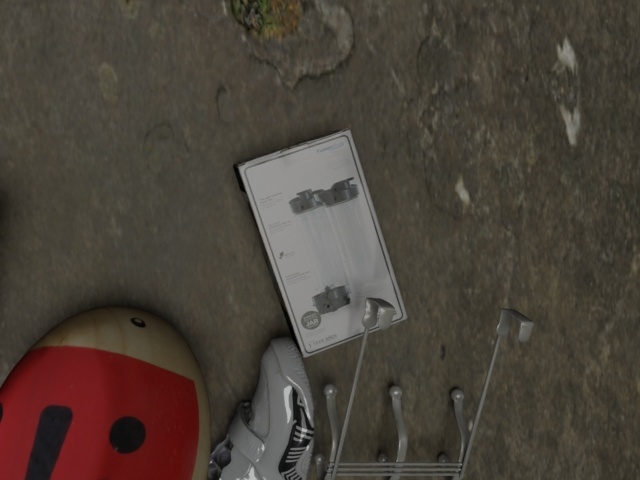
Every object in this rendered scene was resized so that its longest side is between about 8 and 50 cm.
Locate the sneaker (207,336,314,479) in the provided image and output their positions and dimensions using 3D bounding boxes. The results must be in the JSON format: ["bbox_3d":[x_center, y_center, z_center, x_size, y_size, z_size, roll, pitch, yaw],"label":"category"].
[{"bbox_3d":[-0.127,0.317,1.002,0.210,0.137,0.365,2,100,-14],"label":"sneaker"}]

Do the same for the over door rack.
[{"bbox_3d":[0.138,0.217,1.031,0.239,0.108,0.324,6,117,-20],"label":"over door rack"}]

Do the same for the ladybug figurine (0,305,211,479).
[{"bbox_3d":[-0.298,0.280,0.860,0.305,0.162,0.449,0,64,10],"label":"ladybug figurine"}]

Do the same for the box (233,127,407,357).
[{"bbox_3d":[0.000,0.000,1.014,0.169,0.087,0.290,-21,101,-8],"label":"box"}]
